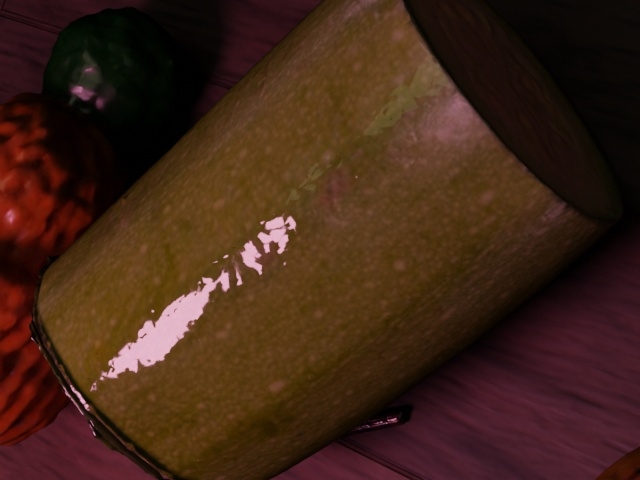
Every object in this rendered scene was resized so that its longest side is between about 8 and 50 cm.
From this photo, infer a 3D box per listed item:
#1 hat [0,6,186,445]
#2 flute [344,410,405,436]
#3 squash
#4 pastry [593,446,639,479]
[{"bbox_3d":[-0.253,-0.019,1.236,0.400,0.285,0.285,-48,56,5],"label":"hat"},{"bbox_3d":[-0.042,0.171,1.170,0.270,0.014,0.014,-16,71,33],"label":"flute"},{"bbox_3d":[0.000,0.000,1.027,0.384,0.263,0.263,-40,59,23],"label":"squash"},{"bbox_3d":[0.244,0.268,0.824,0.255,0.162,0.310,-3,78,-5],"label":"pastry"}]
